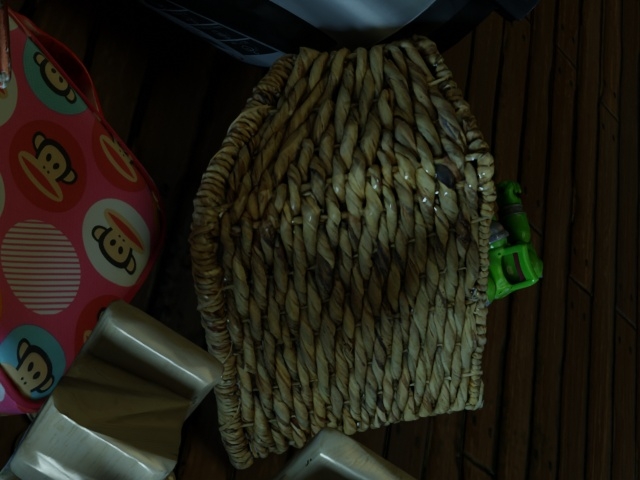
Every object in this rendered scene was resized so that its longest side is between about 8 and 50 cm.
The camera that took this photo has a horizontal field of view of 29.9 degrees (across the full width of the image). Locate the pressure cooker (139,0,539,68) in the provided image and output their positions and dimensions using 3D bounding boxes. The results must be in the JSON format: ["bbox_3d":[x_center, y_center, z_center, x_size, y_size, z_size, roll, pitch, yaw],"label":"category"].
[{"bbox_3d":[0.003,-0.331,0.984,0.420,0.376,0.369,29,51,-41],"label":"pressure cooker"}]

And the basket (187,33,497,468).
[{"bbox_3d":[0.000,0.000,0.954,0.299,0.223,0.213,84,-9,-46],"label":"basket"}]

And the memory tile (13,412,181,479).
[{"bbox_3d":[-0.161,0.166,0.869,0.148,0.012,0.113,28,55,-44],"label":"memory tile"}]

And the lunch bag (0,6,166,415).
[{"bbox_3d":[-0.235,-0.053,0.775,0.293,0.120,0.258,53,40,-23],"label":"lunch bag"}]

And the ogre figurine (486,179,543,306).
[{"bbox_3d":[0.175,0.009,1.296,0.118,0.097,0.197,62,25,6],"label":"ogre figurine"}]

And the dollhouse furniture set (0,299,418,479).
[{"bbox_3d":[-0.060,0.308,0.593,0.394,0.256,0.362,32,45,-8],"label":"dollhouse furniture set"}]

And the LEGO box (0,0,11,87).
[{"bbox_3d":[-0.342,-0.178,0.290,0.500,0.372,0.193,-4,76,-13],"label":"LEGO box"}]
